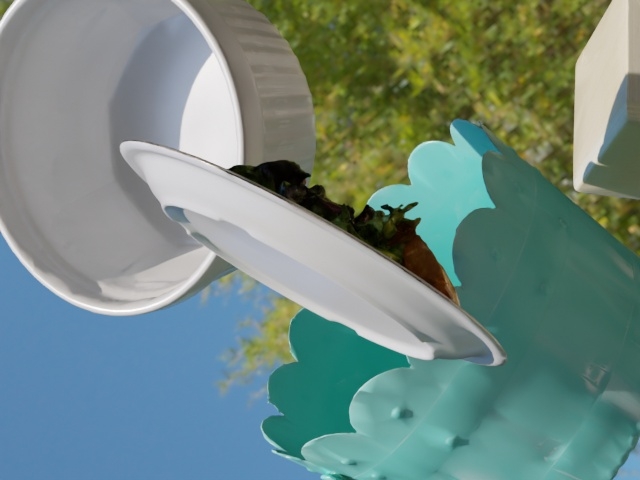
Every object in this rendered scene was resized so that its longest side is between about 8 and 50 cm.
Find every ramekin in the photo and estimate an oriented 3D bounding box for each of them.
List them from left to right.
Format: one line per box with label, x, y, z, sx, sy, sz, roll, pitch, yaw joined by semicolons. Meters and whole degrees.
ramekin;-0.100;-0.065;0.771;0.207;0.207;0.109;56;-150;11

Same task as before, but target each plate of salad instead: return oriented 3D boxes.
plate of salad;0.000;0.000;0.576;0.200;0.048;0.200;28;171;5

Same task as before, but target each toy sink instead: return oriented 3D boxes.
toy sink;0.332;-0.112;0.991;0.153;0.234;0.131;100;176;-72

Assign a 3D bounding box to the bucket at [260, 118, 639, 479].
bucket;0.105;0.075;0.902;0.183;0.281;0.281;33;-152;-13
